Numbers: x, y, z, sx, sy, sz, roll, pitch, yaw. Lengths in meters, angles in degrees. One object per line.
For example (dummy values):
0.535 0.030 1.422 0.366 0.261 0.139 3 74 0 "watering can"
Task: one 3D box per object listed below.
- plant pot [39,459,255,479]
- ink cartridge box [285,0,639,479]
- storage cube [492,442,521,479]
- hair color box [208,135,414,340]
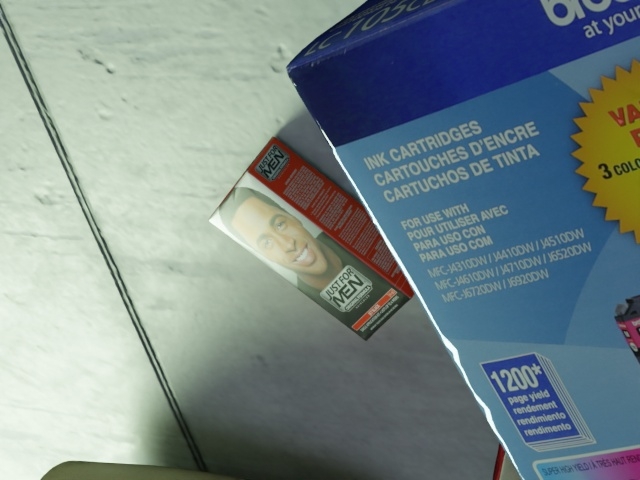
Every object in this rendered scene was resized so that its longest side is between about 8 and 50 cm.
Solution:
-0.074 0.299 1.347 0.274 0.256 0.256 -7 127 17 "plant pot"
0.170 -0.045 0.877 0.270 0.151 0.395 -19 107 41 "ink cartridge box"
0.194 0.215 1.089 0.215 0.183 0.193 12 136 8 "storage cube"
0.000 0.000 1.137 0.141 0.043 0.072 38 140 -3 "hair color box"
